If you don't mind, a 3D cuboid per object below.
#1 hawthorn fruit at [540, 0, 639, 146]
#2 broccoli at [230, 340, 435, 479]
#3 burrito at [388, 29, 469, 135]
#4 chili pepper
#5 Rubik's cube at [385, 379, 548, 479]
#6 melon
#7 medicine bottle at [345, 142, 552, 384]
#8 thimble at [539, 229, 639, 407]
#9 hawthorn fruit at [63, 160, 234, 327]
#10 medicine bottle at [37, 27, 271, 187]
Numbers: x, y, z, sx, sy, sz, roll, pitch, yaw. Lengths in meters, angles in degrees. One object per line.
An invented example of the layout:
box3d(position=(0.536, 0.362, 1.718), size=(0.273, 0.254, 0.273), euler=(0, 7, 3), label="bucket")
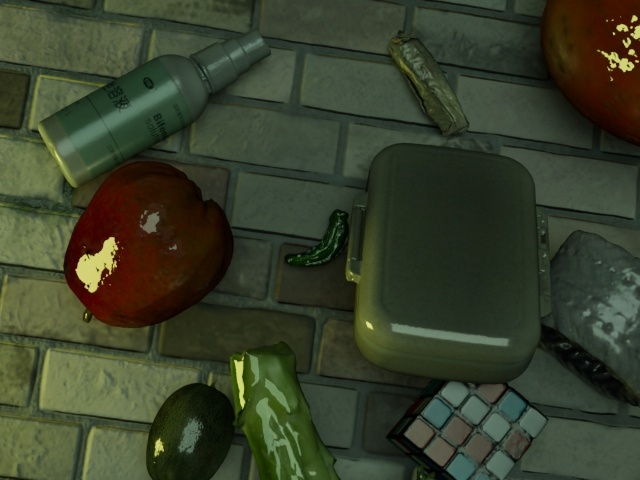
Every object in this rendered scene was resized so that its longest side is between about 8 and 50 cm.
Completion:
box3d(position=(0.500, -0.340, 1.816), size=(0.402, 0.403, 0.403), euler=(1, 81, -6), label="hawthorn fruit")
box3d(position=(-0.061, 0.369, 1.669), size=(0.397, 0.275, 0.353), euler=(52, 50, -17), label="broccoli")
box3d(position=(0.162, -0.240, 1.915), size=(0.058, 0.045, 0.188), euler=(-24, 81, -34), label="burrito")
box3d(position=(0.005, 0.007, 1.867), size=(0.118, 0.035, 0.055), euler=(-43, 75, -1), label="chili pepper")
box3d(position=(0.205, 0.265, 1.783), size=(0.151, 0.154, 0.155), euler=(39, 80, 0), label="Rubik's cube")
box3d(position=(-0.181, 0.271, 1.762), size=(0.114, 0.114, 0.167), euler=(24, 79, -2), label="melon")
box3d(position=(0.177, 0.026, 1.759), size=(0.282, 0.123, 0.375), euler=(8, 49, -2), label="medicine bottle")
box3d(position=(0.414, 0.117, 1.804), size=(0.245, 0.217, 0.157), euler=(40, 83, -15), label="thimble")
box3d(position=(-0.249, 0.023, 1.753), size=(0.224, 0.224, 0.261), euler=(45, 95, 2), label="hawthorn fruit")
box3d(position=(-0.233, -0.207, 1.834), size=(0.352, 0.110, 0.110), euler=(-31, 85, -9), label="medicine bottle")
